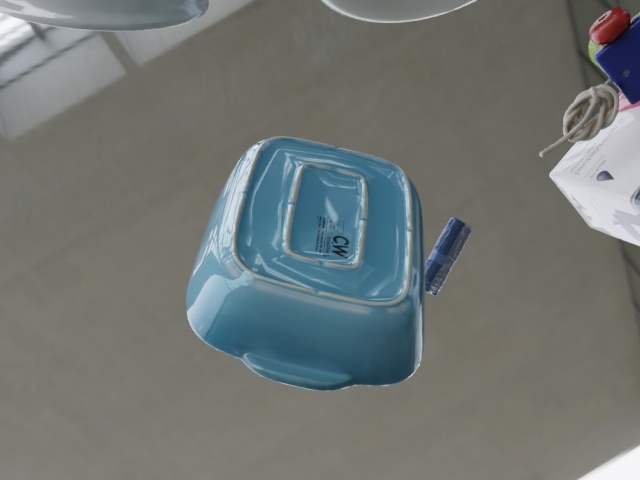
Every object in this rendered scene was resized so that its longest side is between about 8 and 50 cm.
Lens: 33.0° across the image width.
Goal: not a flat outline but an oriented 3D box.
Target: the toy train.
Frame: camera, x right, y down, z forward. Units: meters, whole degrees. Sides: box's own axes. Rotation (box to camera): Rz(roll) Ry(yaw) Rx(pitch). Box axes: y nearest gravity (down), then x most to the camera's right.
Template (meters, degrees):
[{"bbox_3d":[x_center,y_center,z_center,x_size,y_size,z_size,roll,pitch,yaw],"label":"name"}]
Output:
[{"bbox_3d":[0.299,-0.183,1.082,0.248,0.143,0.105,-41,-79,10],"label":"toy train"}]

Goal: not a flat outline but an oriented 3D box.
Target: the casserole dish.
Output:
[{"bbox_3d":[0.000,0.000,0.530,0.114,0.188,0.037,13,-57,-3],"label":"casserole dish"}]

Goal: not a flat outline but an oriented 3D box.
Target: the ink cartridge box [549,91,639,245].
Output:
[{"bbox_3d":[0.374,-0.074,1.071,0.172,0.237,0.100,-49,-61,-6],"label":"ink cartridge box"}]

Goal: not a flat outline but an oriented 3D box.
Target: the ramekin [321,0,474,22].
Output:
[{"bbox_3d":[0.097,-0.357,1.091,0.303,0.148,0.303,-14,-24,-6],"label":"ramekin"}]

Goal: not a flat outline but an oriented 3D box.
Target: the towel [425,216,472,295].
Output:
[{"bbox_3d":[0.181,0.023,1.608,0.119,0.029,0.067,-61,-24,0],"label":"towel"}]

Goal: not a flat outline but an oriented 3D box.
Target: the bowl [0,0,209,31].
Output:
[{"bbox_3d":[-0.280,-0.367,1.342,0.297,0.298,0.134,-6,-59,-25],"label":"bowl"}]
